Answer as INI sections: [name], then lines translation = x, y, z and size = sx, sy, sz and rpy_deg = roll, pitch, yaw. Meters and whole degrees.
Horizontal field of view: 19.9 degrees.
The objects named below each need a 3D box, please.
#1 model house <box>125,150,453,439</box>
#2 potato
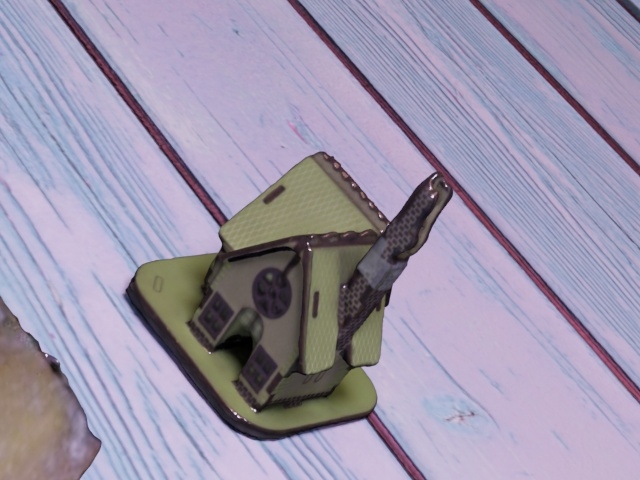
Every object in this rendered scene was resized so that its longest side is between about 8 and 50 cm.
[model house]
translation = 0.000, 0.000, 1.616
size = 0.205, 0.278, 0.218
rpy_deg = -7, 48, -51
[potato]
translation = -0.325, 0.143, 1.275
size = 0.211, 0.189, 0.264
rpy_deg = 6, 38, 38
